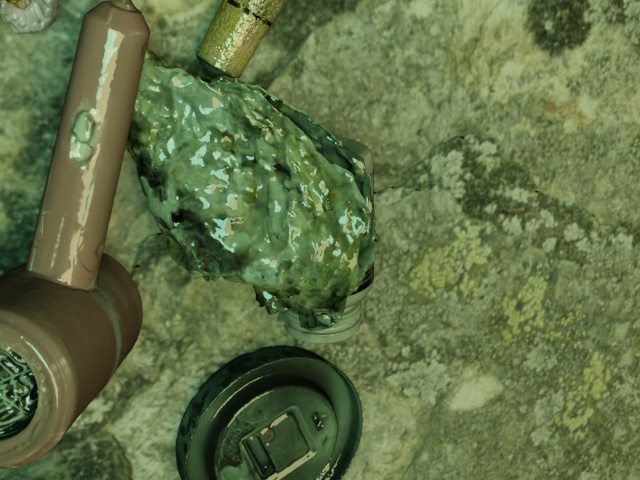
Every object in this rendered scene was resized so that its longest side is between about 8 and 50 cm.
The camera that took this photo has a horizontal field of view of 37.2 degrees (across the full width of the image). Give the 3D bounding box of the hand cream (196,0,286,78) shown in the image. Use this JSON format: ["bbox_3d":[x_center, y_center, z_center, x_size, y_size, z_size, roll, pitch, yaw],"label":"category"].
[{"bbox_3d":[-0.046,-0.233,0.841,0.084,0.084,0.203,22,103,-35],"label":"hand cream"}]

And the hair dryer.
[{"bbox_3d":[-0.200,-0.021,0.739,0.125,0.210,0.353,15,103,1],"label":"hair dryer"}]

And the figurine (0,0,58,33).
[{"bbox_3d":[-0.241,-0.233,0.699,0.240,0.116,0.175,-6,113,-29],"label":"figurine"}]

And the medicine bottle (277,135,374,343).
[{"bbox_3d":[0.000,0.000,0.942,0.107,0.107,0.192,-13,116,-25],"label":"medicine bottle"}]

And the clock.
[{"bbox_3d":[-0.055,0.217,1.041,0.214,0.042,0.215,-11,115,-26],"label":"clock"}]

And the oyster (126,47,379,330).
[{"bbox_3d":[-0.074,-0.041,0.830,0.112,0.267,0.198,-39,153,-56],"label":"oyster"}]
